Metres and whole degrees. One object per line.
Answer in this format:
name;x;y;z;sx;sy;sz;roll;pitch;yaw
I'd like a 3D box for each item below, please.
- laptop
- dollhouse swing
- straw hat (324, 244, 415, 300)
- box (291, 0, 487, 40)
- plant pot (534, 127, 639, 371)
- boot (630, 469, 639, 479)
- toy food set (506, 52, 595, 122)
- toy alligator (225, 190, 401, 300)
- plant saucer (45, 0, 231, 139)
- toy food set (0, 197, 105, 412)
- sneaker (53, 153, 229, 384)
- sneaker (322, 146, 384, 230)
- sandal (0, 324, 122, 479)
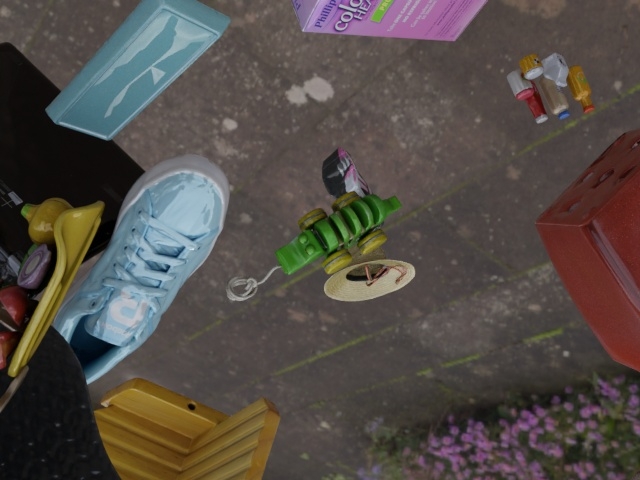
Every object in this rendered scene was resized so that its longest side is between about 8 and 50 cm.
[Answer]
laptop;-0.512;-0.031;1.058;0.382;0.408;0.236;43;136;6
dollhouse swing;-0.285;0.387;1.217;0.315;0.347;0.305;26;136;-6
straw hat;0.071;0.038;1.134;0.144;0.061;0.144;-8;152;-4
box;0.072;-0.380;0.925;0.242;0.214;0.117;-6;155;-28
plant pot;0.434;-0.002;0.903;0.236;0.267;0.267;46;180;-3
boot;0.304;0.216;0.581;0.042;0.087;0.118;45;166;-24
toy food set;0.480;-0.312;1.516;0.111;0.105;0.232;-29;163;37
toy alligator;0.000;0.000;0.656;0.056;0.189;0.051;58;161;12
plant saucer;-0.156;-0.138;0.601;0.067;0.018;0.192;17;147;-41
toy food set;-0.274;0.048;0.657;0.071;0.218;0.128;27;-171;-13
sneaker;-0.230;0.059;0.925;0.135;0.150;0.366;25;120;-26
sneaker;0.064;-0.089;1.371;0.072;0.178;0.077;-28;164;24
sandal;-0.304;0.274;0.809;0.446;0.167;0.107;54;144;19
